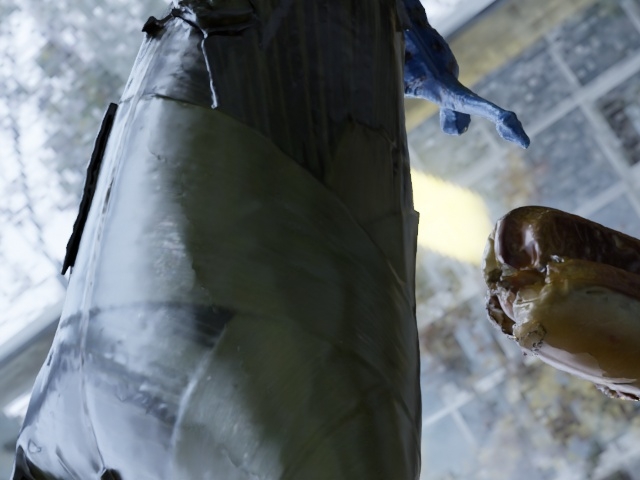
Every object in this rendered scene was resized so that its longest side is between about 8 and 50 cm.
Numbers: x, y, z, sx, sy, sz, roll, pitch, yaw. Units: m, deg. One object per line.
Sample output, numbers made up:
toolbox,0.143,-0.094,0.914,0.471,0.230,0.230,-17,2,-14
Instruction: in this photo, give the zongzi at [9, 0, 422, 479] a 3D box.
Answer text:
zongzi,0.000,0.000,0.751,0.154,0.317,0.289,14,-95,-26

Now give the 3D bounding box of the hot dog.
hot dog,0.277,0.083,1.409,0.349,0.117,0.158,18,-152,-21

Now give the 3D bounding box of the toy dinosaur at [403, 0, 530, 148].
toy dinosaur,0.044,-0.146,1.302,0.329,0.076,0.144,53,166,26
